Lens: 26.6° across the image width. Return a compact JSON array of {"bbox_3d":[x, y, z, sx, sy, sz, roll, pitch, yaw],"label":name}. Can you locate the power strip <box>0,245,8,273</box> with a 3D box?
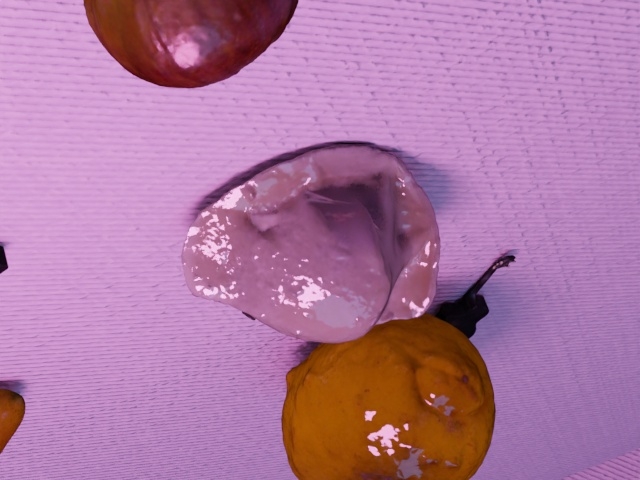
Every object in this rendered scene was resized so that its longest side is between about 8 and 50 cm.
[{"bbox_3d":[-0.361,0.012,1.338,0.038,0.029,0.111,-32,149,25],"label":"power strip"}]

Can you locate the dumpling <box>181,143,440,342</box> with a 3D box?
[{"bbox_3d":[0.004,0.003,1.452,0.243,0.175,0.226,-13,127,-48],"label":"dumpling"}]

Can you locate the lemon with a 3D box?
[{"bbox_3d":[0.086,0.229,1.804,0.285,0.285,0.316,-11,-176,-17],"label":"lemon"}]

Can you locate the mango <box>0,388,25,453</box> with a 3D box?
[{"bbox_3d":[-0.436,0.240,1.661,0.111,0.089,0.163,-7,144,-53],"label":"mango"}]

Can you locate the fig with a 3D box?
[{"bbox_3d":[-0.119,-0.223,0.982,0.160,0.230,0.143,-27,-164,16],"label":"fig"}]

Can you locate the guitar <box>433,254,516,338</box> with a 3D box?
[{"bbox_3d":[0.209,0.084,1.869,0.088,0.025,0.233,-3,150,-27],"label":"guitar"}]
